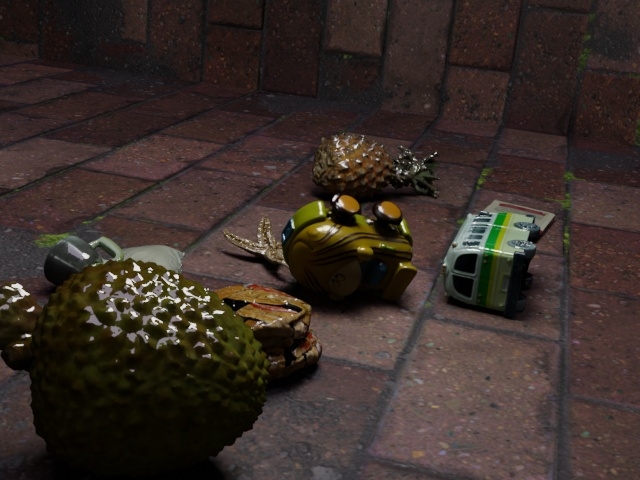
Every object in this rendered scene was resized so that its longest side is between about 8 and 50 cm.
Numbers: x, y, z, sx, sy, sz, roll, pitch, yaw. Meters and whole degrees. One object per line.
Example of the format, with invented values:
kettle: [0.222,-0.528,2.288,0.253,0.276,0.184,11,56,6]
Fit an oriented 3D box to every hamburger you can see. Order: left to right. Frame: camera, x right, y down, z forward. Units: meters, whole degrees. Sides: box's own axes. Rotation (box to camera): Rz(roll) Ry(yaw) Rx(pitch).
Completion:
hamburger: [-0.109,0.135,1.392,0.231,0.107,0.231,-2,18,1]

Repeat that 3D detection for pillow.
pillow: [-0.309,0.055,1.642,0.128,0.051,0.229,2,18,-8]

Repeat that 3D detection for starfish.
starfish: [-0.091,0.017,1.823,0.213,0.057,0.238,7,23,-8]

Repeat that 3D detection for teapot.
teapot: [-0.406,0.037,1.582,0.090,0.092,0.124,27,71,24]

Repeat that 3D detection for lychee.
lychee: [-0.221,0.148,1.073,0.320,0.270,0.270,-10,21,-10]

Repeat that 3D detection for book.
book: [0.472,-0.049,2.232,0.162,0.022,0.232,15,20,21]

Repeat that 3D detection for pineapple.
pineapple: [0.154,-0.175,2.343,0.361,0.175,0.175,10,14,-31]

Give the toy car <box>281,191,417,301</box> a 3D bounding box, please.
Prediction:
toy car: [0.055,0.031,1.648,0.247,0.200,0.142,7,46,-22]

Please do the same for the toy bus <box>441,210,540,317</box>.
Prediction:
toy bus: [0.334,0.032,1.774,0.164,0.134,0.276,11,19,13]
